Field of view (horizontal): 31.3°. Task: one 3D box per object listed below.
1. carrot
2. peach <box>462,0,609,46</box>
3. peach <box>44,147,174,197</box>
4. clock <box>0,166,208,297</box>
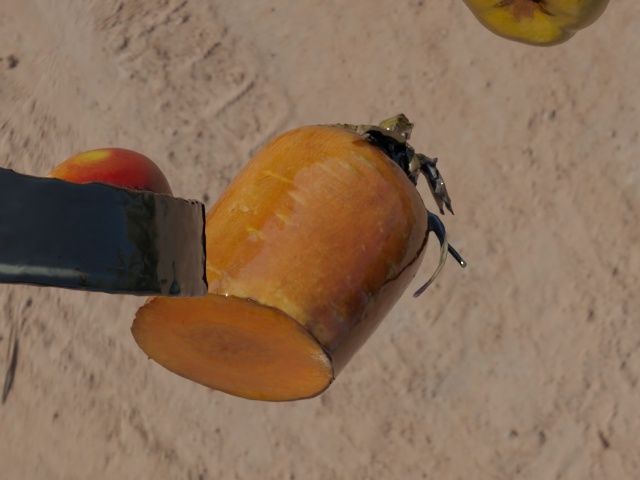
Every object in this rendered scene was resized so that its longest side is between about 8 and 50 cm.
[{"bbox_3d":[0.000,0.000,1.061,0.331,0.214,0.193,-55,134,-24],"label":"carrot"},{"bbox_3d":[0.226,-0.282,1.199,0.179,0.179,0.103,35,60,-16],"label":"peach"},{"bbox_3d":[-0.324,-0.040,1.708,0.190,0.226,0.196,-31,104,25],"label":"peach"},{"bbox_3d":[-0.135,-0.006,0.465,0.184,0.184,0.040,7,89,-14],"label":"clock"}]
